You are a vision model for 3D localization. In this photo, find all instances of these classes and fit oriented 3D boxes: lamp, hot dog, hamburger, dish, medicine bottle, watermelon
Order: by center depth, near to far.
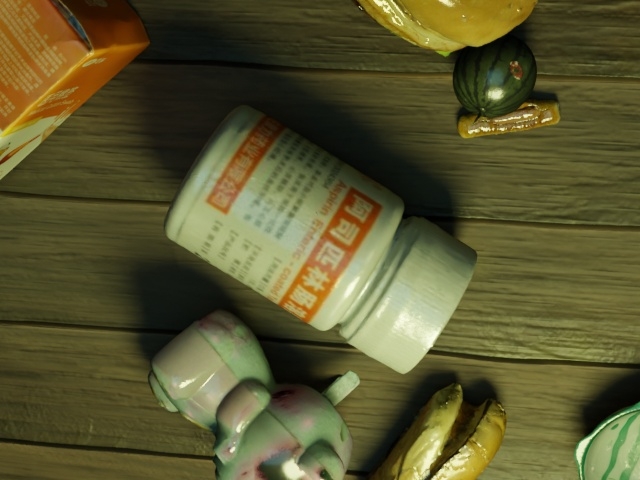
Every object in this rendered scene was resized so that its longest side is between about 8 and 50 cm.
[{"bbox_3d":[0.143,-0.379,1.129,0.284,0.174,0.304,29,77,-26],"label":"hamburger"},{"bbox_3d":[0.218,-0.201,1.283,0.105,0.105,0.133,26,71,1],"label":"watermelon"},{"bbox_3d":[0.000,0.000,1.318,0.371,0.211,0.211,32,107,-1],"label":"medicine bottle"},{"bbox_3d":[0.250,-0.165,1.336,0.137,0.028,0.044,-6,97,11],"label":"hot dog"},{"bbox_3d":[0.474,0.309,1.403,0.246,0.078,0.224,16,106,4],"label":"dish"},{"bbox_3d":[-0.077,0.234,1.412,0.247,0.247,0.301,-40,84,-24],"label":"lamp"},{"bbox_3d":[0.161,0.327,1.426,0.124,0.131,0.262,32,111,-1],"label":"hamburger"}]

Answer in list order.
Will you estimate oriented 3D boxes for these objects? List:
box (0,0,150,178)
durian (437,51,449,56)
[{"bbox_3d":[-0.412,-0.204,1.315,0.341,0.225,0.143,-37,96,15],"label":"box"},{"bbox_3d":[0.108,-0.348,1.274,0.139,0.101,0.250,-37,97,-23],"label":"durian"}]
